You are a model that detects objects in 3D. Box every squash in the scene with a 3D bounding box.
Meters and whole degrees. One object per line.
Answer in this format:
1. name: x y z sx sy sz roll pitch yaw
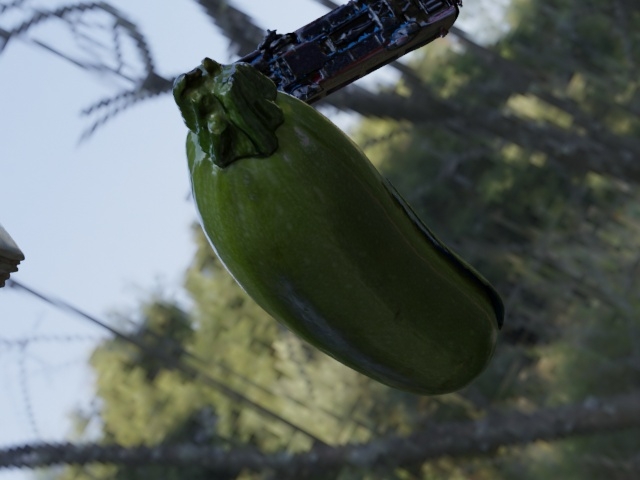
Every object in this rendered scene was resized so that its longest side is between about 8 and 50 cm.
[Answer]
1. squash: 0.000 0.000 0.929 0.094 0.094 0.341 -60 -35 -9

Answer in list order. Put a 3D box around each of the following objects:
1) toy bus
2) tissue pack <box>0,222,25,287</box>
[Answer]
1. toy bus: 0.015 -0.174 1.699 0.235 0.073 0.096 -28 -7 -7
2. tissue pack: -0.335 -0.051 1.221 0.071 0.170 0.325 -49 -24 7
